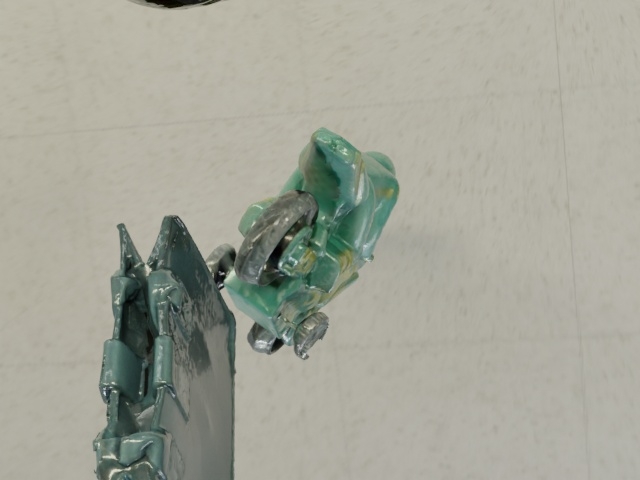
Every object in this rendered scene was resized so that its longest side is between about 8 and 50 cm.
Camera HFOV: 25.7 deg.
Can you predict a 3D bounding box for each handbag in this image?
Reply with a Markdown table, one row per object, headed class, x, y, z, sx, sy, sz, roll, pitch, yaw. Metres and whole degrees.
| class | x | y | z | sx | sy | sz | roll | pitch | yaw |
| --- | --- | --- | --- | --- | --- | --- | --- | --- | --- |
| handbag | -0.105 | 0.115 | 0.939 | 0.062 | 0.229 | 0.179 | -7 | 146 | 8 |

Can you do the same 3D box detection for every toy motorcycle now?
| class | x | y | z | sx | sy | sz | roll | pitch | yaw |
| --- | --- | --- | --- | --- | --- | --- | --- | --- | --- |
| toy motorcycle | 0.000 | -0.001 | 1.155 | 0.109 | 0.296 | 0.198 | 36 | 81 | 11 |

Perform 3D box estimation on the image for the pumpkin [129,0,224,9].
| class | x | y | z | sx | sy | sz | roll | pitch | yaw |
| --- | --- | --- | --- | --- | --- | --- | --- | --- | --- |
| pumpkin | -0.098 | -0.199 | 0.620 | 0.224 | 0.223 | 0.157 | 36 | 106 | 1 |
